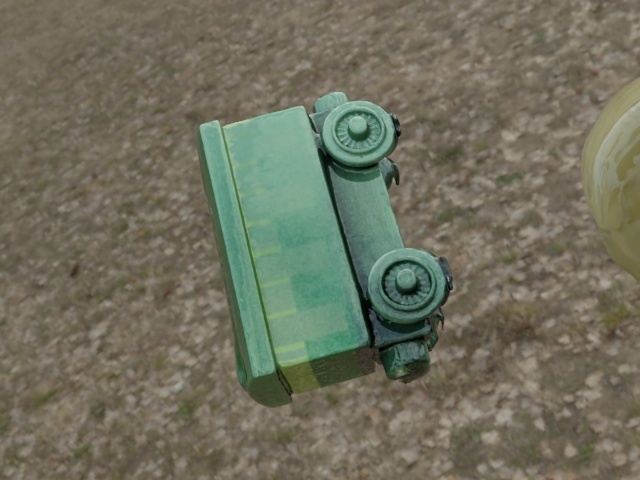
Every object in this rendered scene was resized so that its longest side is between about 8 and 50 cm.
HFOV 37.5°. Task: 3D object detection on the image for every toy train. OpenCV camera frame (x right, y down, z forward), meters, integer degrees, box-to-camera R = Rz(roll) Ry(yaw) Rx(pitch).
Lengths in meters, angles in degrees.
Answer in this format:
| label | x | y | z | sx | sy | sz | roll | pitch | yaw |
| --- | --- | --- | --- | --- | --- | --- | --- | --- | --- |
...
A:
| label | x | y | z | sx | sy | sz | roll | pitch | yaw |
| --- | --- | --- | --- | --- | --- | --- | --- | --- | --- |
| toy train | 0.000 | 0.000 | 0.880 | 0.202 | 0.120 | 0.301 | -14 | 66 | 0 |

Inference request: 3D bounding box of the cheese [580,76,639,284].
| label | x | y | z | sx | sy | sz | roll | pitch | yaw |
| --- | --- | --- | --- | --- | --- | --- | --- | --- | --- |
| cheese | 0.354 | 0.036 | 0.460 | 0.383 | 0.384 | 0.104 | -22 | 6 | 15 |
